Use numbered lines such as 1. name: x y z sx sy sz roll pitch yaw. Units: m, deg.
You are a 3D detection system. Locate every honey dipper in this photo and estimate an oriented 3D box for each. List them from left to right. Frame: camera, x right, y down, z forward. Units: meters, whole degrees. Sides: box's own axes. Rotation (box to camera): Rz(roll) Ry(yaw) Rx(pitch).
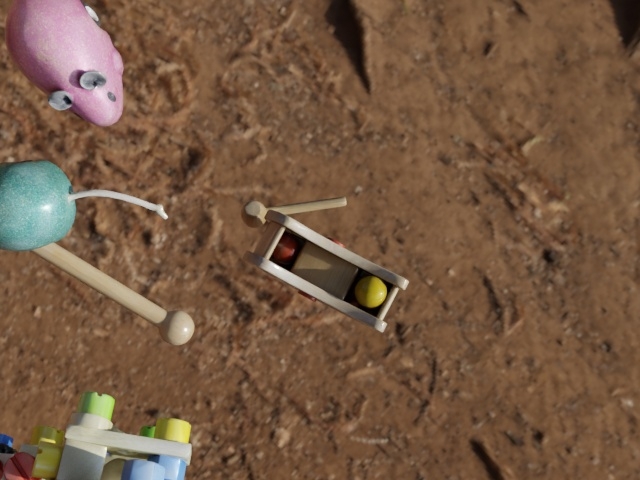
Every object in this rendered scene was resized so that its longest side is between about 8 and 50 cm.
1. honey dipper: -0.131 0.006 0.489 0.161 0.030 0.030 33 38 -13

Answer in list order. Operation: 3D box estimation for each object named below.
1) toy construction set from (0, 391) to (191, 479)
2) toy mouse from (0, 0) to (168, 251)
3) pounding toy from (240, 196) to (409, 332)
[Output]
1. toy construction set: -0.263 0.189 0.866 0.328 0.215 0.151 18 69 12
2. toy mouse: -0.126 -0.048 0.414 0.143 0.161 0.031 37 11 1
3. pounding toy: 0.000 0.000 1.348 0.270 0.154 0.154 27 -5 14
